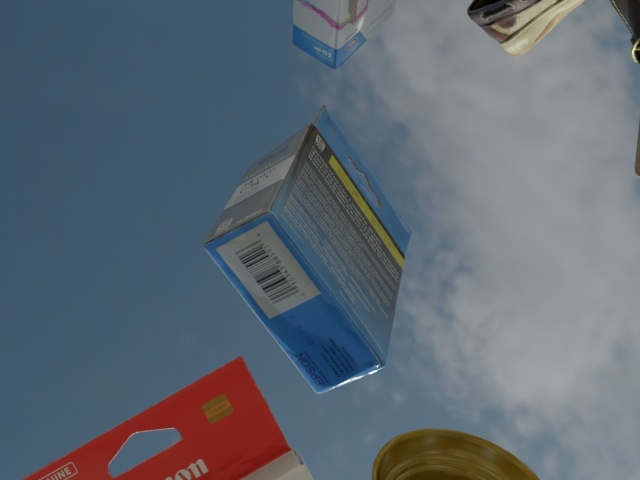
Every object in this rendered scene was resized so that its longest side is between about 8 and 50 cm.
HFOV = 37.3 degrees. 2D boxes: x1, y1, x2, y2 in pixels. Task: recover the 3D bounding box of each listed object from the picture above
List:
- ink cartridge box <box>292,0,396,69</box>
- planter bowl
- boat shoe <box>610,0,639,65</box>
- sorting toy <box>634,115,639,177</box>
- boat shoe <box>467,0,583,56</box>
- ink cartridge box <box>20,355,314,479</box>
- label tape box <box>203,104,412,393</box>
[{"bbox_3d":[0.023,-0.216,0.784,0.052,0.122,0.088,35,-114,17],"label":"ink cartridge box"},{"bbox_3d":[0.156,0.325,1.106,0.217,0.090,0.217,11,-152,-6],"label":"planter bowl"},{"bbox_3d":[0.394,-0.214,1.065,0.069,0.081,0.227,-40,-96,-4],"label":"boat shoe"},{"bbox_3d":[0.364,-0.175,0.704,0.089,0.257,0.255,8,-94,-19],"label":"sorting toy"},{"bbox_3d":[0.253,-0.308,1.045,0.092,0.285,0.102,22,-115,-9],"label":"boat shoe"},{"bbox_3d":[-0.148,0.313,1.035,0.296,0.066,0.261,-29,-79,-8],"label":"ink cartridge box"},{"bbox_3d":[0.000,0.000,1.229,0.240,0.106,0.333,54,-155,-18],"label":"label tape box"}]
